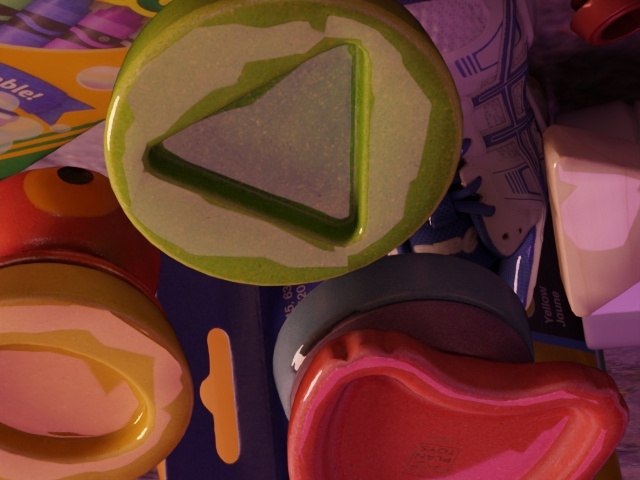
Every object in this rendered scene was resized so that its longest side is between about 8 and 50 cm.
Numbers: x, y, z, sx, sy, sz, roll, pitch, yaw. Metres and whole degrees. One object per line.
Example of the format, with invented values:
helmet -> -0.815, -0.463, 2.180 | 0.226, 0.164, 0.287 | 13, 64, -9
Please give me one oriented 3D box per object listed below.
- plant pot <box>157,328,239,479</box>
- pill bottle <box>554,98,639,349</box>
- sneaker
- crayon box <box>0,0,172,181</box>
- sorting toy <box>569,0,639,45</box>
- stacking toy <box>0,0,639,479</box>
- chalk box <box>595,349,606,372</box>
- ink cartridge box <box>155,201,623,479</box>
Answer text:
plant pot -> -0.047, 0.102, 0.955 | 0.205, 0.188, 0.205 | -3, 159, -1
pill bottle -> 0.276, -0.025, 0.722 | 0.283, 0.160, 0.160 | -8, 159, 11
sneaker -> 0.064, -0.049, 0.665 | 0.112, 0.131, 0.296 | -10, 157, 20
crayon box -> -0.151, -0.114, 0.518 | 0.203, 0.083, 0.323 | 15, 152, -41
sorting toy -> 0.149, -0.130, 0.604 | 0.102, 0.042, 0.061 | -33, 162, 32
stacking toy -> 0.000, 0.000, 0.597 | 0.309, 0.130, 0.279 | 19, 124, -21
chalk box -> 0.144, 0.105, 1.081 | 0.132, 0.132, 0.213 | 1, 158, -13
ink cartridge box -> 0.052, 0.093, 0.791 | 0.307, 0.304, 0.072 | 13, 151, -39
